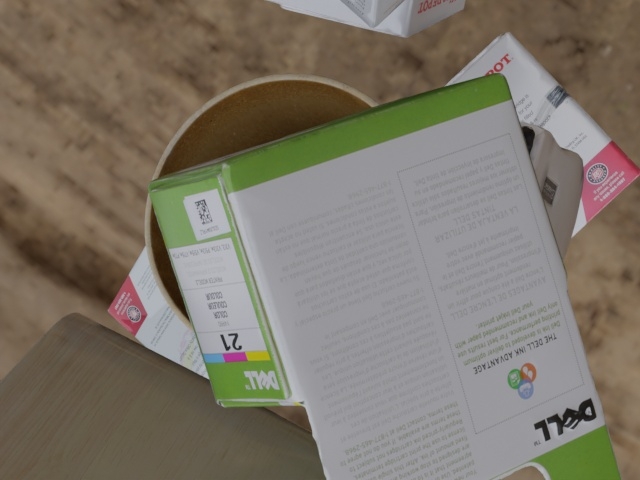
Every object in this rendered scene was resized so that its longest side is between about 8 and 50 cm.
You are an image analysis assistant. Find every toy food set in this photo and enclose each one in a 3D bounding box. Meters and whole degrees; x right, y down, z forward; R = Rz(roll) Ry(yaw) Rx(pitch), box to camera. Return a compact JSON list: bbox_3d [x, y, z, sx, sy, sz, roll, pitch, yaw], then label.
[{"bbox_3d":[-0.123,0.188,0.963,0.219,0.306,0.092,26,135,12],"label":"toy food set"}]

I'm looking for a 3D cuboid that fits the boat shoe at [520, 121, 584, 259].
[{"bbox_3d":[0.166,-0.060,1.712,0.158,0.127,0.340,15,171,19],"label":"boat shoe"}]

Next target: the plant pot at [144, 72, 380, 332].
[{"bbox_3d":[0.000,0.000,1.473,0.237,0.237,0.254,27,178,17],"label":"plant pot"}]

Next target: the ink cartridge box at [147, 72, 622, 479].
[{"bbox_3d":[0.040,0.059,0.915,0.097,0.188,0.255,-9,99,59],"label":"ink cartridge box"}]

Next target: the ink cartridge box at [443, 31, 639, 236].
[{"bbox_3d":[0.245,-0.110,2.053,0.237,0.172,0.100,47,-174,3],"label":"ink cartridge box"}]

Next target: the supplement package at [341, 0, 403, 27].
[{"bbox_3d":[0.014,-0.315,1.114,0.262,0.204,0.145,42,163,13],"label":"supplement package"}]

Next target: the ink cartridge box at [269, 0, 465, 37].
[{"bbox_3d":[0.059,-0.379,1.785,0.197,0.198,0.270,17,113,18],"label":"ink cartridge box"}]

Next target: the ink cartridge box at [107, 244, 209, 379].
[{"bbox_3d":[-0.093,0.065,1.681,0.176,0.127,0.128,43,132,7],"label":"ink cartridge box"}]
